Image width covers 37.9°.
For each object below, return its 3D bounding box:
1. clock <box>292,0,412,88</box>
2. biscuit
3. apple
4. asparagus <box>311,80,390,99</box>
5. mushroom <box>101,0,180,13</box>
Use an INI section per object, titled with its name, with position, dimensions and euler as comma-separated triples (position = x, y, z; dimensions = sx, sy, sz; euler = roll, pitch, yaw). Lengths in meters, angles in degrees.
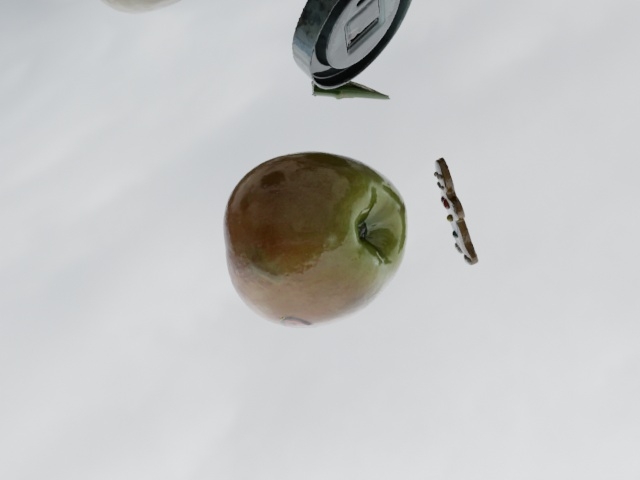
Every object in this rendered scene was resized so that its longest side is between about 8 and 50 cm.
[clock]
position = 0.068, -0.443, 1.848
dimensions = 0.061, 0.312, 0.312
euler = 41, -117, 19
[biscuit]
position = 0.247, -0.058, 1.741
dimensions = 0.031, 0.205, 0.138
euler = -17, -161, 2
[apple]
position = 0.000, 0.000, 1.720
dimensions = 0.305, 0.338, 0.338
euler = -6, -149, 27
[asparagus]
position = 0.069, -0.336, 2.076
dimensions = 0.178, 0.041, 0.045
euler = 4, -121, -5
[mushroom]
position = -0.313, -0.498, 1.620
dimensions = 0.204, 0.204, 0.204
euler = -23, -156, 11
